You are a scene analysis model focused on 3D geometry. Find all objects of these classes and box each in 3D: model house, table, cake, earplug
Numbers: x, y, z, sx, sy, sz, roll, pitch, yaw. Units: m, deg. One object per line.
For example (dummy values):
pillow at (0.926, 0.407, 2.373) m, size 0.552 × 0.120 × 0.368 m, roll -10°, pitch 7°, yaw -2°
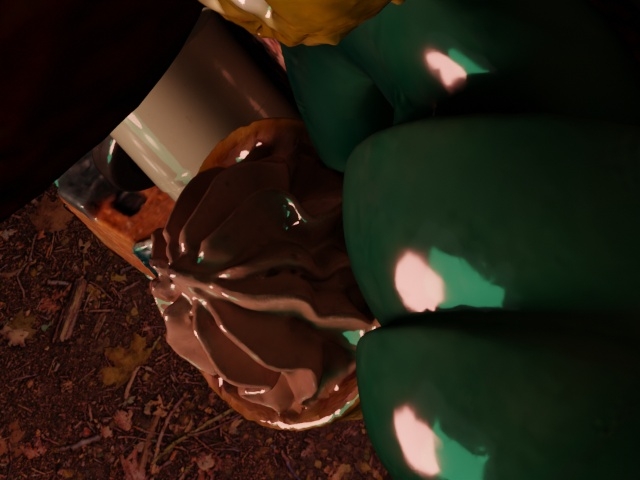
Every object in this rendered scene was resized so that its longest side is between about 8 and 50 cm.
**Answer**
model house at (-0.101, -0.001, 1.169) m, size 0.291 × 0.184 × 0.253 m, roll 36°, pitch 168°, yaw 44°
table at (-0.062, -0.062, 0.878) m, size 0.220 × 0.126 × 0.126 m, roll 50°, pitch 171°, yaw -22°
cake at (-0.029, 0.016, 0.664) m, size 0.178 × 0.185 × 0.208 m, roll 6°, pitch -153°, yaw -38°
earplug at (0.053, -0.006, 0.444) m, size 0.257 × 0.280 × 0.164 m, roll -12°, pitch 155°, yaw 38°

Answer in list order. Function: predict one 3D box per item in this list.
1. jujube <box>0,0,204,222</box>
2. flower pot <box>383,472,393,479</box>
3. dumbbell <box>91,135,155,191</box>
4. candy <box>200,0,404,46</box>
jujube at (-0.182, -0.118, 0.523) m, size 0.223 × 0.318 × 0.223 m, roll 36°, pitch 166°, yaw 10°
flower pot at (0.140, 0.147, 0.707) m, size 0.235 × 0.235 × 0.148 m, roll 38°, pitch 150°, yaw 41°
dumbbell at (-0.190, -0.151, 1.000) m, size 0.325 × 0.143 × 0.143 m, roll 43°, pitch 171°, yaw 17°
candy at (-0.051, -0.176, 0.322) m, size 0.260 × 0.118 × 0.260 m, roll 49°, pitch 174°, yaw 7°
